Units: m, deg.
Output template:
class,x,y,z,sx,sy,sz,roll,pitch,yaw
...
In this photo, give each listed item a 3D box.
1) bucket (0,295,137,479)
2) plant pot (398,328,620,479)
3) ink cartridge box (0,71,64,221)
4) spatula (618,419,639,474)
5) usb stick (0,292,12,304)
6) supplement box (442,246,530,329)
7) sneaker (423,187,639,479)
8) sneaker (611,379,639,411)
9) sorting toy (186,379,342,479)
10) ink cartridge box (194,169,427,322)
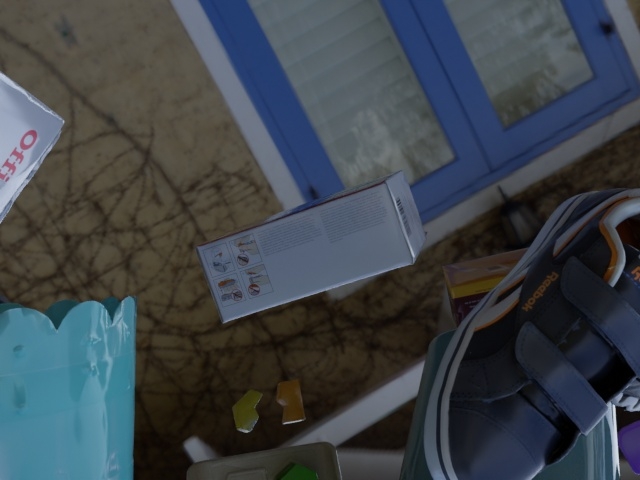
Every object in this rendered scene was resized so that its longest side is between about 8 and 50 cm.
class,x,y,z,sx,sy,sz,roll,pitch,yaw
bucket,-0.282,0.144,0.689,0.281,0.183,0.281,-3,177,0
plant pot,0.246,0.308,1.102,0.341,0.341,0.334,-16,-125,45
ink cartridge box,-0.495,-0.117,0.864,0.285,0.166,0.395,-55,159,-5
spatula,0.671,0.478,1.592,0.084,0.030,0.296,-17,-130,-16
usb stick,-0.464,0.059,1.096,0.045,0.278,0.077,-53,151,-6
supplement box,0.324,0.132,1.430,0.191,0.194,0.129,-12,-166,5
sneaker,0.205,0.073,0.683,0.321,0.126,0.127,-54,-160,-24
sneaker,0.308,0.122,0.923,0.106,0.234,0.078,-50,-143,32
sorting toy,-0.072,0.359,1.202,0.229,0.307,0.041,-3,161,-26
ink cartridge box,0.000,0.000,1.340,0.309,0.130,0.272,-18,-176,14
